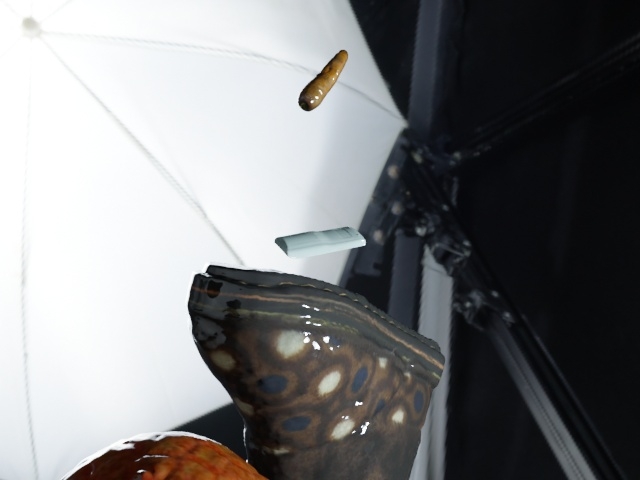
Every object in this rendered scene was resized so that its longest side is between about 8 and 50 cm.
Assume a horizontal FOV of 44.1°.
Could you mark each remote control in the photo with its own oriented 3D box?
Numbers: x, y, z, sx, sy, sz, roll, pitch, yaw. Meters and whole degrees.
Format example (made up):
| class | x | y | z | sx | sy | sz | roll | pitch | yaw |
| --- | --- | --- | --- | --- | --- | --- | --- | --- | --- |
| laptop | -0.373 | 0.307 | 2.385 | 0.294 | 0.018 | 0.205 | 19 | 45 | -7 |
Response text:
| class | x | y | z | sx | sy | sz | roll | pitch | yaw |
| --- | --- | --- | --- | --- | --- | --- | --- | --- | --- |
| remote control | 0.000 | 0.000 | 1.429 | 0.061 | 0.162 | 0.029 | 44 | -43 | 49 |

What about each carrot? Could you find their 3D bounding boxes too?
| class | x | y | z | sx | sy | sz | roll | pitch | yaw |
| --- | --- | --- | --- | --- | --- | --- | --- | --- | --- |
| carrot | 0.009 | -0.246 | 1.203 | 0.035 | 0.035 | 0.165 | -38 | -166 | 47 |

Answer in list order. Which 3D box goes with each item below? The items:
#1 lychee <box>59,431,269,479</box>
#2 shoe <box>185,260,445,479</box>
| class | x | y | z | sx | sy | sz | roll | pitch | yaw |
| --- | --- | --- | --- | --- | --- | --- | --- | --- | --- |
| lychee | -0.125 | 0.278 | 0.638 | 0.255 | 0.255 | 0.300 | -61 | -154 | 18 |
| shoe | -0.016 | 0.172 | 0.838 | 0.171 | 0.384 | 0.237 | 10 | -104 | 36 |
